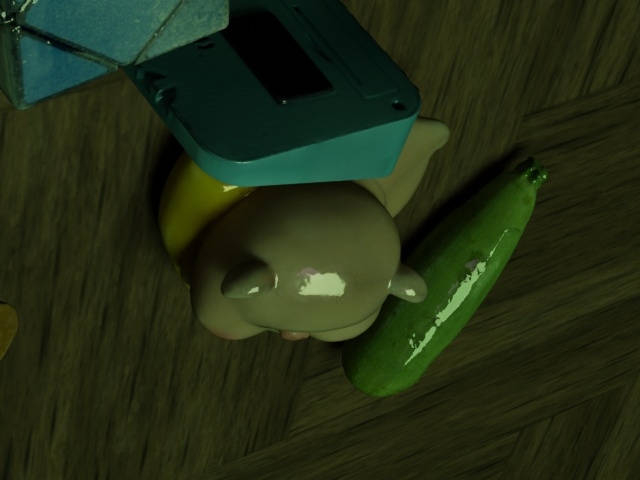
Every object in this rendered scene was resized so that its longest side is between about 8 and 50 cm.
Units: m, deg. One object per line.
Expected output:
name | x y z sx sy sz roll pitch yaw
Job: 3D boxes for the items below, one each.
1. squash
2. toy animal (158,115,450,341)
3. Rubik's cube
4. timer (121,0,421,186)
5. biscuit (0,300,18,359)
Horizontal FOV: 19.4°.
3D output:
squash | 0.159 0.049 2.357 0.370 0.118 0.118 -50 147 14
toy animal | -0.004 0.015 2.013 0.345 0.247 0.278 -13 142 -37
Rubik's cube | -0.206 -0.264 1.484 0.205 0.207 0.205 -26 148 -24
timer | -0.061 -0.144 1.771 0.250 0.232 0.091 -13 143 -35
biscuit | -0.402 0.034 1.750 0.216 0.047 0.340 -52 141 -26
